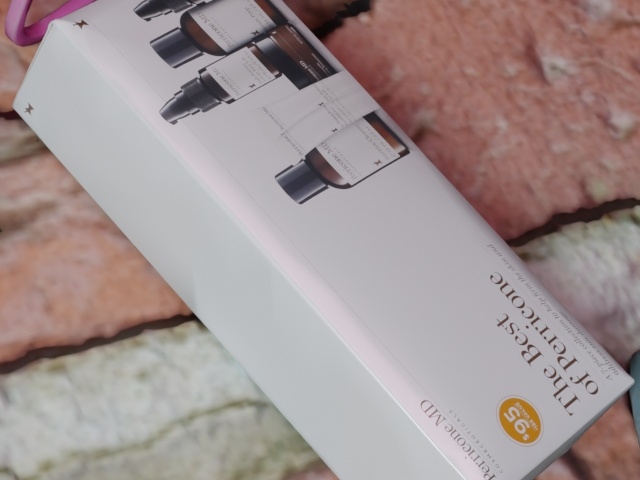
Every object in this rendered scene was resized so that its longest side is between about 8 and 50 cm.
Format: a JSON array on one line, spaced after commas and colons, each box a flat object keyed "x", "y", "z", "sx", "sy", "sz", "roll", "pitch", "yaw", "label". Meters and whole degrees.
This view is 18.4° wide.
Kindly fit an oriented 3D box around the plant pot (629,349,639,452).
[{"x": 0.289, "y": 0.100, "z": 0.697, "sx": 0.247, "sy": 0.252, "sz": 0.248, "roll": 11, "pitch": 52, "yaw": -19, "label": "plant pot"}]

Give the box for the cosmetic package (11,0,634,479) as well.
[{"x": 0.000, "y": 0.000, "z": 0.747, "sx": 0.239, "sy": 0.060, "sz": 0.099, "roll": 47, "pitch": 51, "yaw": 10, "label": "cosmetic package"}]

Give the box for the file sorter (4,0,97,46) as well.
[{"x": -0.143, "y": -0.250, "z": 0.764, "sx": 0.290, "sy": 0.202, "sz": 0.182, "roll": 43, "pitch": 52, "yaw": 7, "label": "file sorter"}]
